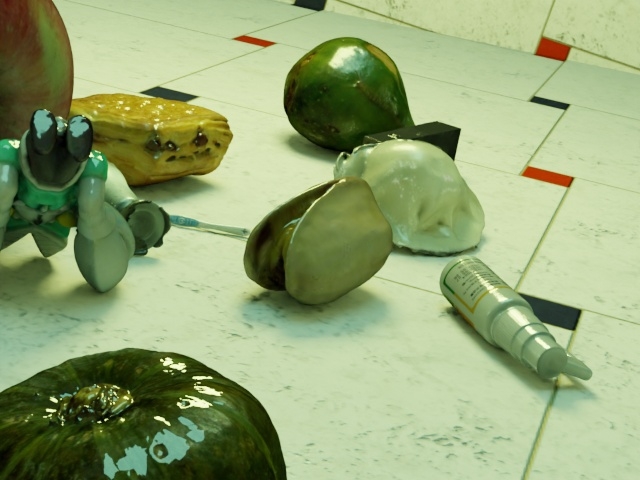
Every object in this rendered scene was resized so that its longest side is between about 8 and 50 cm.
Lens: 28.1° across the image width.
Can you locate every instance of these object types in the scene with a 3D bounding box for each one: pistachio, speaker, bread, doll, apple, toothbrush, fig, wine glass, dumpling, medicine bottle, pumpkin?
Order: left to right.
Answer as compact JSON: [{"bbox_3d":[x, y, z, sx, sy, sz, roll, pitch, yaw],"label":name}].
[{"bbox_3d":[-0.442,-0.177,1.395,0.269,0.345,0.344,21,21,33],"label":"apple"},{"bbox_3d":[-0.296,-0.029,1.277,0.194,0.153,0.258,0,-25,7],"label":"doll"},{"bbox_3d":[-0.132,0.162,0.827,0.223,0.157,0.224,-5,25,2],"label":"pumpkin"},{"bbox_3d":[-0.239,-0.039,1.501,0.072,0.072,0.155,-1,22,-32],"label":"wine glass"},{"bbox_3d":[-0.259,-0.137,1.739,0.235,0.099,0.210,14,16,27],"label":"bread"},{"bbox_3d":[-0.166,-0.024,1.578,0.162,0.014,0.017,9,4,-4],"label":"toothbrush"},{"bbox_3d":[0.000,0.000,1.420,0.129,0.131,0.206,12,21,30],"label":"pistachio"},{"bbox_3d":[0.059,-0.210,2.047,0.245,0.195,0.195,43,17,-7],"label":"fig"},{"bbox_3d":[0.136,-0.128,1.950,0.044,0.082,0.218,23,23,31],"label":"speaker"},{"bbox_3d":[0.130,-0.050,1.683,0.247,0.142,0.173,6,53,-34],"label":"dumpling"},{"bbox_3d":[0.210,0.090,1.389,0.092,0.061,0.221,23,12,-26],"label":"medicine bottle"}]
